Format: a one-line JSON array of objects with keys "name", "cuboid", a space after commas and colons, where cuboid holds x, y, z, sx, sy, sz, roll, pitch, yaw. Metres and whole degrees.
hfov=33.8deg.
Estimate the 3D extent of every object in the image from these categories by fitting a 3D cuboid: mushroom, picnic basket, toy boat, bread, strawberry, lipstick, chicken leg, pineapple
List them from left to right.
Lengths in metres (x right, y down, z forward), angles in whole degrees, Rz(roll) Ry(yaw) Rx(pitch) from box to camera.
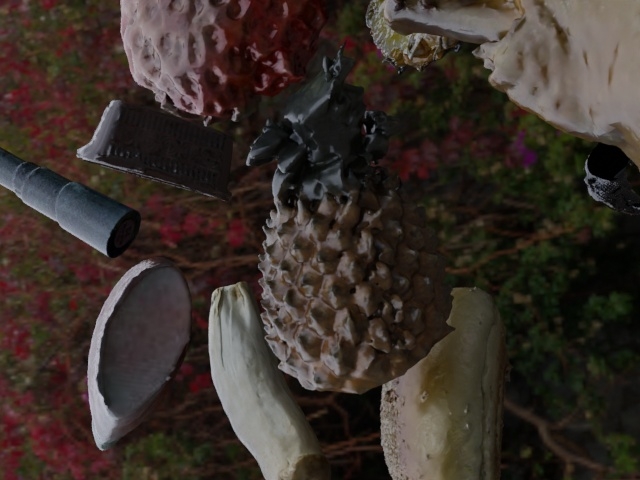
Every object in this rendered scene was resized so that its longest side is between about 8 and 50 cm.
[{"name": "lipstick", "cuboid": [-0.290, -0.061, 1.069, 0.053, 0.234, 0.053, -53, -17, -24]}, {"name": "toy boat", "cuboid": [-0.212, 0.124, 1.146, 0.096, 0.282, 0.206, 19, -103, -16]}, {"name": "picnic basket", "cuboid": [-0.300, -0.174, 1.987, 0.222, 0.297, 0.129, -158, 84, -76]}, {"name": "strawberry", "cuboid": [-0.122, -0.304, 1.192, 0.149, 0.265, 0.336, 2, -70, -44]}, {"name": "mushroom", "cuboid": [-0.078, 0.211, 1.450, 0.095, 0.122, 0.351, 1, -133, -34]}, {"name": "pineapple", "cuboid": [0.015, -0.031, 1.146, 0.223, 0.223, 0.357, -39, -61, -60]}, {"name": "pineapple", "cuboid": [0.116, -0.281, 1.121, 0.047, 0.221, 0.221, 20, -119, -31]}, {"name": "bread", "cuboid": [0.164, 0.212, 1.380, 0.305, 0.159, 0.305, 0, -90, -74]}, {"name": "chicken leg", "cuboid": [0.232, -0.089, 0.698, 0.295, 0.409, 0.182, 28, -96, -60]}]

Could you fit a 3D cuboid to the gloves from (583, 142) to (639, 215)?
[{"name": "gloves", "cuboid": [0.517, -0.101, 1.819, 0.180, 0.106, 0.129, 56, -147, -54]}]
